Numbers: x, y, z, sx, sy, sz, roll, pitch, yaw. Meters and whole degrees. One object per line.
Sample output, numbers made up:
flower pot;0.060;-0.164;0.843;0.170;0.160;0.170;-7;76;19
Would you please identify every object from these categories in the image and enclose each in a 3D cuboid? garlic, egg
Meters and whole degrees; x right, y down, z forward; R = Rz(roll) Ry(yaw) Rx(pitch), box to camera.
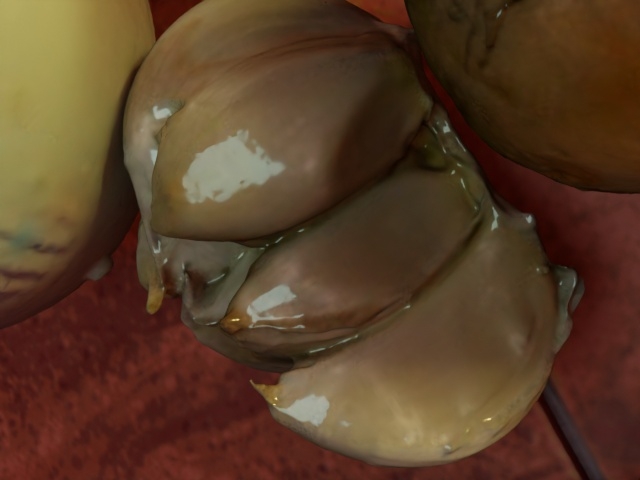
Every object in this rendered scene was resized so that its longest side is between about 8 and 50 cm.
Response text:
garlic;-0.007;-0.005;0.682;0.281;0.203;0.185;58;167;-10
egg;-0.252;-0.091;0.748;0.354;0.340;0.354;-11;65;25

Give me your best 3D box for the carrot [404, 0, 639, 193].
carrot;0.201;-0.154;0.484;0.341;0.224;0.224;-22;89;31
